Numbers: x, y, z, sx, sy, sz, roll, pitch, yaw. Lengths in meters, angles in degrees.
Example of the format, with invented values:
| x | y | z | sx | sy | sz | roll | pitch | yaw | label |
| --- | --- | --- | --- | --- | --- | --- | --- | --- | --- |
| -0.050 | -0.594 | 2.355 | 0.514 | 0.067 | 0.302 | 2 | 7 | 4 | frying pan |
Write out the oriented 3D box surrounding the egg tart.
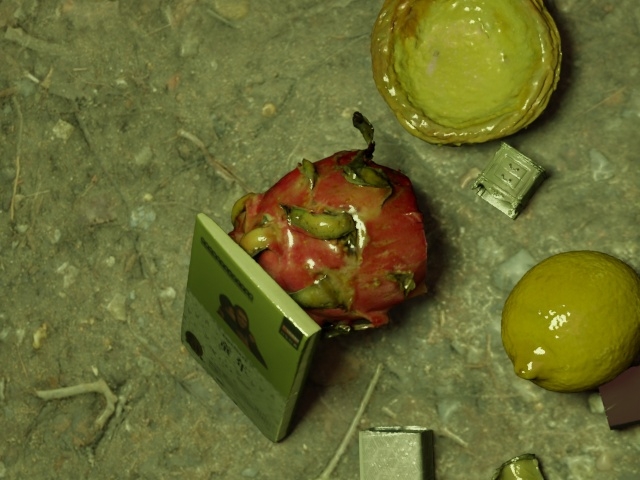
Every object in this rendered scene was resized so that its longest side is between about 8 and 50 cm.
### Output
| x | y | z | sx | sy | sz | roll | pitch | yaw | label |
| --- | --- | --- | --- | --- | --- | --- | --- | --- | --- |
| 0.213 | -0.270 | 1.397 | 0.293 | 0.123 | 0.294 | -2 | 81 | 14 | egg tart |

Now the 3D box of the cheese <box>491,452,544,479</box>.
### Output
| x | y | z | sx | sy | sz | roll | pitch | yaw | label |
| --- | --- | --- | --- | --- | --- | --- | --- | --- | --- |
| 0.273 | 0.343 | 1.339 | 0.084 | 0.041 | 0.060 | -19 | 85 | -1 | cheese |

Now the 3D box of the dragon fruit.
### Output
| x | y | z | sx | sy | sz | roll | pitch | yaw | label |
| --- | --- | --- | --- | --- | --- | --- | --- | --- | --- |
| 0.000 | 0.000 | 1.340 | 0.290 | 0.269 | 0.250 | -6 | 42 | 0 | dragon fruit |

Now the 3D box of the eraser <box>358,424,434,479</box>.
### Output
| x | y | z | sx | sy | sz | roll | pitch | yaw | label |
| --- | --- | --- | --- | --- | --- | --- | --- | --- | --- |
| 0.115 | 0.472 | 1.342 | 0.096 | 0.098 | 0.404 | -5 | 82 | 17 | eraser |

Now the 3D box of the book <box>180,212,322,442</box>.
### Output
| x | y | z | sx | sy | sz | roll | pitch | yaw | label |
| --- | --- | --- | --- | --- | --- | --- | --- | --- | --- |
| -0.115 | 0.139 | 1.359 | 0.035 | 0.352 | 0.239 | -34 | 68 | -29 | book |

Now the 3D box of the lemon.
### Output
| x | y | z | sx | sy | sz | roll | pitch | yaw | label |
| --- | --- | --- | --- | --- | --- | --- | --- | --- | --- |
| 0.343 | 0.107 | 1.274 | 0.244 | 0.187 | 0.187 | -34 | 71 | -24 | lemon |

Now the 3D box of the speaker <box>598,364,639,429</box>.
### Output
| x | y | z | sx | sy | sz | roll | pitch | yaw | label |
| --- | --- | --- | --- | --- | --- | --- | --- | --- | --- |
| 0.493 | 0.197 | 1.285 | 0.218 | 0.044 | 0.082 | -18 | 78 | 15 | speaker |

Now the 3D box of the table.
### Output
| x | y | z | sx | sy | sz | roll | pitch | yaw | label |
| --- | --- | --- | --- | --- | --- | --- | --- | --- | --- |
| 0.276 | -0.086 | 1.381 | 0.079 | 0.062 | 0.083 | 37 | 95 | 19 | table |
